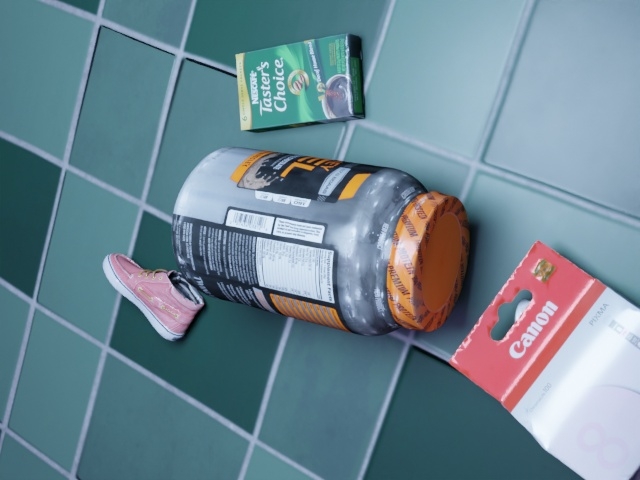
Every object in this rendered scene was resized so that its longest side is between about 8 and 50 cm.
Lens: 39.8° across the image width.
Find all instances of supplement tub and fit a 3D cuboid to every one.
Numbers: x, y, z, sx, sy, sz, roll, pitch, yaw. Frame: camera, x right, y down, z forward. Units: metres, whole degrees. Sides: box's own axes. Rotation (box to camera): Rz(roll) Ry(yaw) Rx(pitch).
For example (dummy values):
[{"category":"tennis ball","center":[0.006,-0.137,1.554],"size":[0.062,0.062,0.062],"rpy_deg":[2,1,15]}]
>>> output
[{"category":"supplement tub","center":[0.000,0.000,1.107],"size":[0.338,0.207,0.207],"rpy_deg":[11,99,30]}]

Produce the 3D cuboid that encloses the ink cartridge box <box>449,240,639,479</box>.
[{"category":"ink cartridge box","center":[0.287,0.140,0.992],"size":[0.232,0.066,0.189],"rpy_deg":[36,99,10]}]

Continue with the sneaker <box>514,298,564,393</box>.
[{"category":"sneaker","center":[0.266,0.146,1.047],"size":[0.061,0.053,0.152],"rpy_deg":[-1,93,29]}]

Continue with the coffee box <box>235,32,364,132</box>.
[{"category":"coffee box","center":[-0.030,-0.212,1.206],"size":[0.184,0.040,0.113],"rpy_deg":[-1,93,31]}]

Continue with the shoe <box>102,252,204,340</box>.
[{"category":"shoe","center":[-0.254,0.065,1.354],"size":[0.178,0.063,0.081],"rpy_deg":[45,113,15]}]
